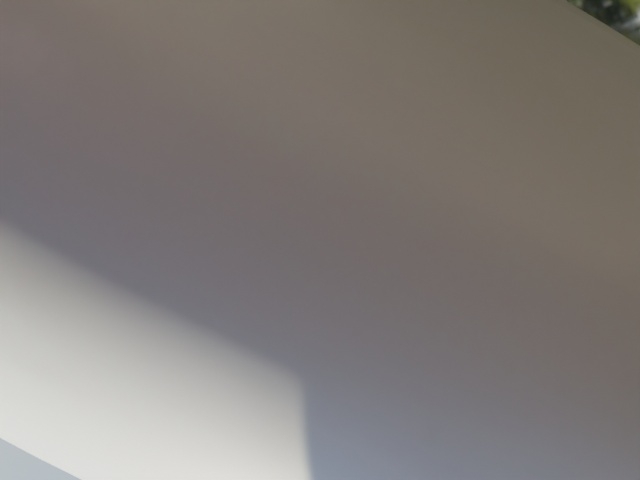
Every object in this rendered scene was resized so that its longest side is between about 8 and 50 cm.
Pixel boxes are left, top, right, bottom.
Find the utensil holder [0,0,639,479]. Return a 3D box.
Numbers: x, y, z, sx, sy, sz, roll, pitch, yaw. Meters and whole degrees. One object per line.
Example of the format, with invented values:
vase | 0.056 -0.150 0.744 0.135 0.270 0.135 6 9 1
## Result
utensil holder | 0.000 0.000 0.596 0.328 0.385 0.327 -58 -168 21
